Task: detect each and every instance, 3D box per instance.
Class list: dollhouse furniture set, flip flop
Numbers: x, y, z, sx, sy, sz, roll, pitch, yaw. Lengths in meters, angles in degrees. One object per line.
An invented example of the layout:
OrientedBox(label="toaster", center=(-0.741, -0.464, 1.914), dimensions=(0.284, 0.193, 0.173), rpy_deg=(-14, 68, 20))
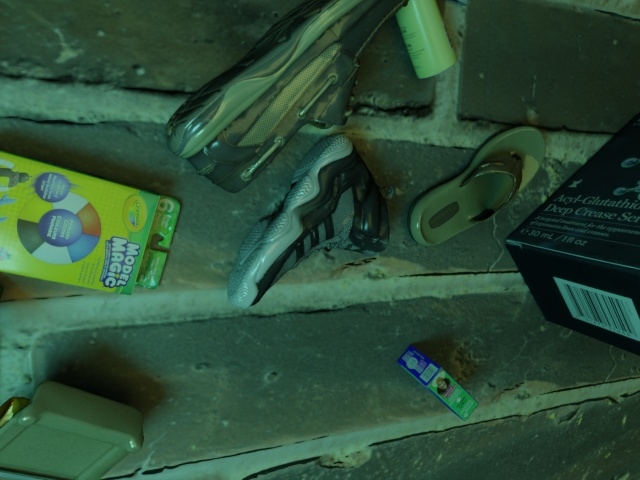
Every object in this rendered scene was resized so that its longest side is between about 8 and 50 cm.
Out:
OrientedBox(label="dollhouse furniture set", center=(-0.377, 0.185, 0.540), dimensions=(0.198, 0.151, 0.301), rpy_deg=(-40, 131, 10))
OrientedBox(label="flip flop", center=(0.258, -0.081, 0.751), dimensions=(0.277, 0.080, 0.112), rpy_deg=(-33, 110, -14))

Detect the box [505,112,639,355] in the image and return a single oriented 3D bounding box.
OrientedBox(label="box", center=(0.573, -0.022, 0.778), dimensions=(0.395, 0.293, 0.212), rpy_deg=(-40, 112, -13))

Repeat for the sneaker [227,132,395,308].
OrientedBox(label="sneaker", center=(0.000, 0.000, 0.644), dimensions=(0.153, 0.101, 0.268), rpy_deg=(37, 81, -21))

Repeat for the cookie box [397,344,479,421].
OrientedBox(label="cookie box", center=(0.187, 0.227, 0.768), dimensions=(0.107, 0.092, 0.040), rpy_deg=(44, 84, -23))

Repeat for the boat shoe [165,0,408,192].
OrientedBox(label="boat shoe", center=(-0.025, -0.199, 0.602), dimensions=(0.355, 0.132, 0.130), rpy_deg=(-40, 121, -3))

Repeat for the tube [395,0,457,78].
OrientedBox(label="tube", center=(0.117, -0.345, 0.652), dimensions=(0.062, 0.070, 0.240), rpy_deg=(-50, 122, -40))

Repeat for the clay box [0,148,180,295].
OrientedBox(label="clay box", center=(-0.283, -0.017, 0.550), dimensions=(0.222, 0.053, 0.127), rpy_deg=(15, 93, -23))

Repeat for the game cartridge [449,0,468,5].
OrientedBox(label="game cartridge", center=(0.188, -0.387, 0.707), dimensions=(0.083, 0.017, 0.055), rpy_deg=(6, 93, -24))
